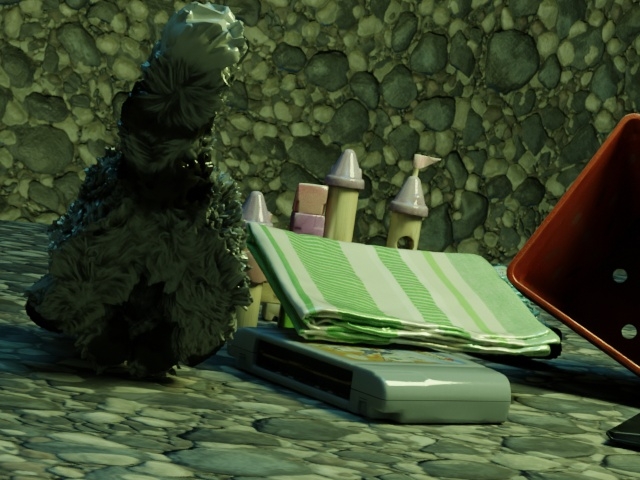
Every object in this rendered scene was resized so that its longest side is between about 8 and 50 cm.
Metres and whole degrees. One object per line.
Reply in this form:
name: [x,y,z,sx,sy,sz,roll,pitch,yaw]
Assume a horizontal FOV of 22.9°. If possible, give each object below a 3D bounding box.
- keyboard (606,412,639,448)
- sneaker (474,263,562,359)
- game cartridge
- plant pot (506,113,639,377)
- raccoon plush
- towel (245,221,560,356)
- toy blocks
keyboard: [0.371,0.203,1.655,0.108,0.023,0.180,2,3,23]
sneaker: [0.239,0.094,2.198,0.110,0.122,0.283,5,5,-28]
game cartridge: [0.057,0.142,1.709,0.198,0.062,0.297,0,8,-35]
plant pot: [0.425,0.048,2.008,0.267,0.267,0.236,36,-7,19]
raccoon plush: [-0.159,-0.063,1.677,0.216,0.446,0.299,24,19,-18]
towel: [0.090,0.056,1.837,0.324,0.038,0.248,6,23,-23]
toy blocks: [0.000,0.000,2.104,0.288,0.260,0.309,7,4,-8]
